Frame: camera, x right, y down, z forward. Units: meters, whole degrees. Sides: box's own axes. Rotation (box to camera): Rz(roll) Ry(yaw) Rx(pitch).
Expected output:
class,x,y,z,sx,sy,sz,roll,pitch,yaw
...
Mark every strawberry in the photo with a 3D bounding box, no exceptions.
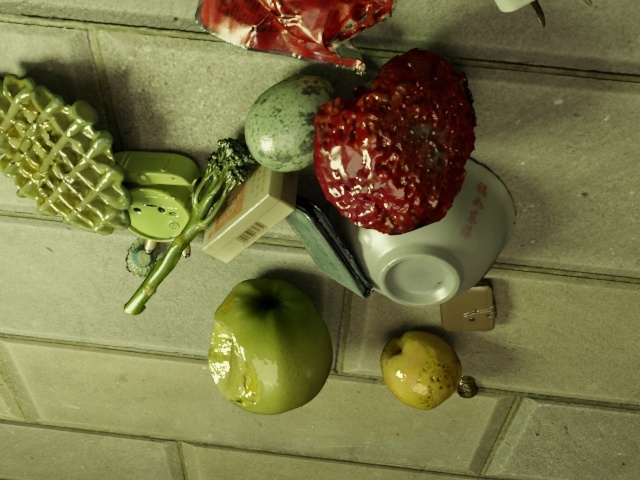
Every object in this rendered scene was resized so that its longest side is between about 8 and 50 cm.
class,x,y,z,sx,sy,sz,roll,pitch,yaw
strawberry,0.121,-0.128,1.046,0.220,0.274,0.274,53,135,15

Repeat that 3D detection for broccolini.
class,x,y,z,sx,sy,sz,roll,pitch,yaw
broccolini,-0.239,-0.021,1.263,0.079,0.074,0.392,48,113,18

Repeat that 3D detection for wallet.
class,x,y,z,sx,sy,sz,roll,pitch,yaw
wallet,0.305,0.139,1.459,0.117,0.039,0.153,-2,134,14
wallet,-0.002,0.002,1.273,0.036,0.167,0.222,-41,123,-14

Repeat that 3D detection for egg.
class,x,y,z,sx,sy,sz,roll,pitch,yaw
egg,-0.042,-0.185,1.102,0.132,0.132,0.172,34,119,-25

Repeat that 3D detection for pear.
class,x,y,z,sx,sy,sz,roll,pitch,yaw
pear,0.215,0.278,1.542,0.177,0.178,0.178,4,137,4

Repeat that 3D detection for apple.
class,x,y,z,sx,sy,sz,roll,pitch,yaw
apple,-0.101,0.218,1.447,0.278,0.279,0.279,4,137,4

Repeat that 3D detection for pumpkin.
class,x,y,z,sx,sy,sz,roll,pitch,yaw
pumpkin,0.349,0.358,1.689,0.050,0.028,0.083,-10,130,20

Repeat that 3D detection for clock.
class,x,y,z,sx,sy,sz,roll,pitch,yaw
clock,-0.301,-0.060,1.315,0.169,0.069,0.232,2,136,6

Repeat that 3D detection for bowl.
class,x,y,z,sx,sy,sz,roll,pitch,yaw
bowl,0.178,0.016,1.263,0.345,0.157,0.346,5,136,4

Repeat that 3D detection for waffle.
class,x,y,z,sx,sy,sz,roll,pitch,yaw
waffle,-0.457,-0.137,1.215,0.291,0.056,0.309,20,136,18

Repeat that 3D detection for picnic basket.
class,x,y,z,sx,sy,sz,roll,pitch,yaw
picnic basket,-0.363,0.032,1.434,0.065,0.083,0.083,19,180,-13

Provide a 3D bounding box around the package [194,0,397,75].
class,x,y,z,sx,sy,sz,roll,pitch,yaw
package,-0.037,-0.335,0.993,0.269,0.071,0.194,21,121,-8

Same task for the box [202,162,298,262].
class,x,y,z,sx,sy,sz,roll,pitch,yaw
box,-0.122,-0.067,1.232,0.058,0.141,0.201,29,135,-28

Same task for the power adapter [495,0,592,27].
class,x,y,z,sx,sy,sz,roll,pitch,yaw
power adapter,0.266,-0.360,0.877,0.130,0.125,0.205,-25,127,29
